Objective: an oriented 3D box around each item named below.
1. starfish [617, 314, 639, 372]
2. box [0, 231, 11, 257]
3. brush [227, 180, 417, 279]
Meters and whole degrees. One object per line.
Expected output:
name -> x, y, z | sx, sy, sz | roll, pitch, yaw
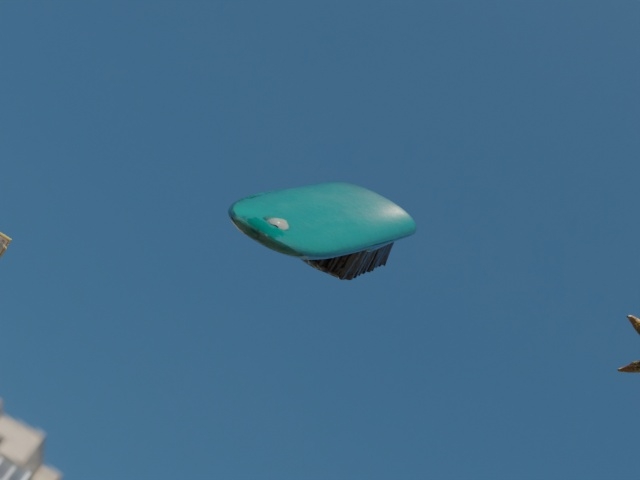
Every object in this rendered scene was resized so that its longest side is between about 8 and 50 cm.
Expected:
starfish -> 0.290, 0.092, 1.173 | 0.092, 0.016, 0.086 | 46, -68, 12
box -> -0.243, 0.022, 0.925 | 0.046, 0.083, 0.012 | 34, -12, -19
brush -> 0.000, 0.000, 0.538 | 0.043, 0.193, 0.032 | 29, -78, 10
